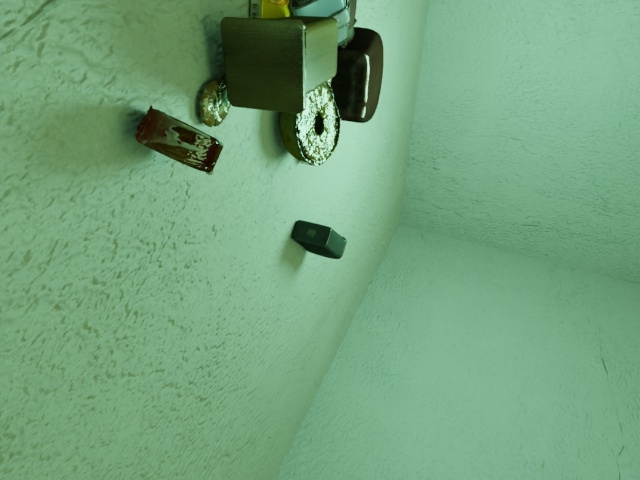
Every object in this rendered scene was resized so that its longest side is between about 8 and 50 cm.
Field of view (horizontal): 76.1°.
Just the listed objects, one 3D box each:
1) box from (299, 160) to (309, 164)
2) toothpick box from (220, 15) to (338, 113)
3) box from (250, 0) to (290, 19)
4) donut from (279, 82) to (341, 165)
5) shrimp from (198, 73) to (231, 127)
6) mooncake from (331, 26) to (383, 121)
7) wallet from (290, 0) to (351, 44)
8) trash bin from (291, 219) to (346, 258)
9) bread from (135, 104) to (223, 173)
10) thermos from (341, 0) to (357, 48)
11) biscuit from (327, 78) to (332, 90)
[{"bbox_3d":[-0.035,-0.363,1.482,0.152,0.048,0.100,-62,159,-25],"label":"box"},{"bbox_3d":[-0.074,-0.448,0.993,0.308,0.190,0.188,-57,152,-52],"label":"toothpick box"},{"bbox_3d":[-0.121,-0.639,1.032,0.152,0.043,0.269,-44,146,-58],"label":"box"},{"bbox_3d":[-0.038,-0.379,1.329,0.272,0.107,0.272,-29,126,-50],"label":"donut"},{"bbox_3d":[-0.229,-0.348,0.960,0.184,0.043,0.091,-65,155,-22],"label":"shrimp"},{"bbox_3d":[0.125,-0.601,1.538,0.326,0.174,0.334,76,33,-59],"label":"mooncake"},{"bbox_3d":[0.004,-0.646,1.187,0.231,0.170,0.069,49,19,-80],"label":"wallet"},{"bbox_3d":[0.000,0.000,1.673,0.236,0.176,0.101,37,71,-65],"label":"trash bin"},{"bbox_3d":[-0.269,-0.192,0.791,0.073,0.160,0.160,-63,162,6],"label":"bread"},{"bbox_3d":[0.048,-0.748,1.293,0.265,0.145,0.176,42,40,-74],"label":"thermos"},{"bbox_3d":[0.015,-0.575,1.434,0.055,0.061,0.219,-11,122,-27],"label":"biscuit"}]
